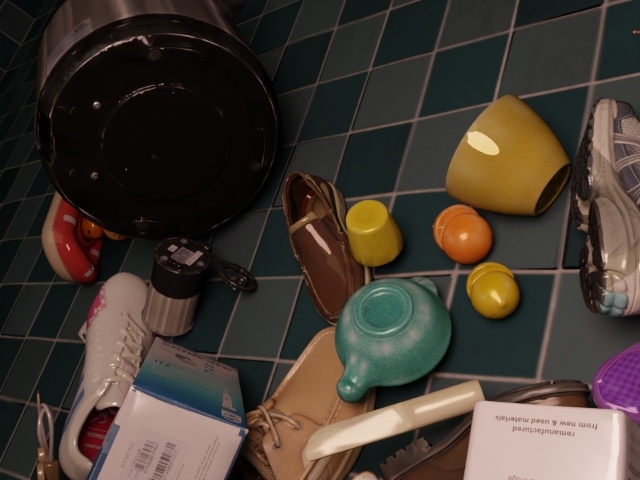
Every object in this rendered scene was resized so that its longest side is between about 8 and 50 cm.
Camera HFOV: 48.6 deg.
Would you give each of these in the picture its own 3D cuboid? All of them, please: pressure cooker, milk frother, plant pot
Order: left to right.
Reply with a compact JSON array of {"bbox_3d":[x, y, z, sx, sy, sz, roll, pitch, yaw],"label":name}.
[{"bbox_3d":[-0.277,-0.251,1.176,0.370,0.375,0.420,-11,36,-15],"label":"pressure cooker"},{"bbox_3d":[-0.186,0.081,1.081,0.143,0.129,0.134,39,130,23],"label":"milk frother"},{"bbox_3d":[0.220,-0.081,0.790,0.095,0.134,0.134,38,90,28],"label":"plant pot"}]

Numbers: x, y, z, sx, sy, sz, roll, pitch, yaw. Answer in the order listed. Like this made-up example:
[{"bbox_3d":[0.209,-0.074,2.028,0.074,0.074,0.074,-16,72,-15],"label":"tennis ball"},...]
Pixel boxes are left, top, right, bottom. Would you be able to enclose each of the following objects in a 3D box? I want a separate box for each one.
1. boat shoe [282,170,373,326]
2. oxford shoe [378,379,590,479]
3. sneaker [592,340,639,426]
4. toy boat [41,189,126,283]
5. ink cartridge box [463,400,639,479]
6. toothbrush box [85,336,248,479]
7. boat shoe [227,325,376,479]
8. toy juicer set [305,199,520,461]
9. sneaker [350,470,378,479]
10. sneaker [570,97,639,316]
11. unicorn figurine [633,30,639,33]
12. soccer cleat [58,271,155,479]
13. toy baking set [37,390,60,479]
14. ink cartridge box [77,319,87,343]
[{"bbox_3d":[-0.006,0.004,0.955,0.095,0.095,0.257,-37,42,18],"label":"boat shoe"},{"bbox_3d":[0.164,0.208,0.663,0.227,0.083,0.096,-42,48,26],"label":"oxford shoe"},{"bbox_3d":[0.327,0.088,0.565,0.236,0.104,0.095,-24,49,32],"label":"sneaker"},{"bbox_3d":[-0.440,-0.026,1.389,0.151,0.151,0.231,-2,56,9],"label":"toy boat"},{"bbox_3d":[0.178,0.275,0.496,0.115,0.198,0.272,-6,59,40],"label":"ink cartridge box"},{"bbox_3d":[-0.186,0.249,0.805,0.295,0.126,0.216,-166,100,-82],"label":"toothbrush box"},{"bbox_3d":[-0.042,0.243,0.802,0.122,0.110,0.341,6,66,46],"label":"boat shoe"},{"bbox_3d":[0.114,0.098,0.784,0.209,0.089,0.329,-2,53,18],"label":"toy juicer set"},{"bbox_3d":[0.031,0.286,0.762,0.083,0.032,0.037,-44,40,11],"label":"sneaker"},{"bbox_3d":[0.315,-0.034,0.690,0.122,0.110,0.283,6,47,10],"label":"sneaker"},{"bbox_3d":[0.420,-0.267,0.781,0.111,0.060,0.162,-11,39,40],"label":"unicorn figurine"},{"bbox_3d":[-0.305,0.202,1.079,0.143,0.116,0.331,-22,55,54],"label":"soccer cleat"},{"bbox_3d":[-0.397,0.353,1.047,0.256,0.030,0.196,-122,34,-52],"label":"toy baking set"},{"bbox_3d":[-0.386,0.138,1.278,0.063,0.029,0.115,29,85,50],"label":"ink cartridge box"}]
